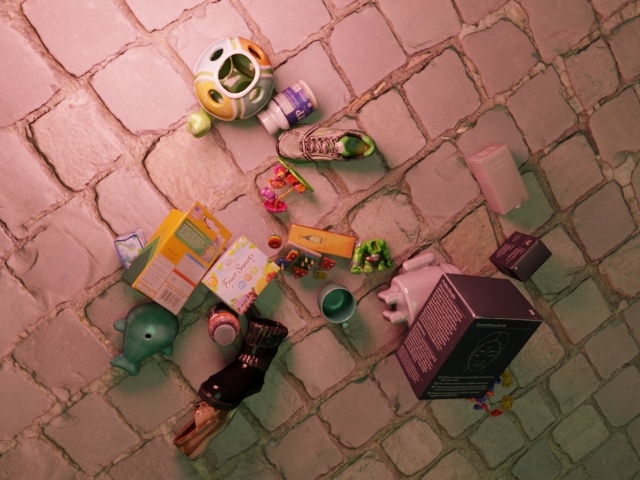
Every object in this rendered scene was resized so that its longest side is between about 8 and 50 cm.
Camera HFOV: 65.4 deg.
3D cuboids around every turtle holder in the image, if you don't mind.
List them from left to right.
[{"bbox_3d":[-0.291,-0.478,1.517,0.320,0.227,0.243,-24,106,-8],"label":"turtle holder"}]

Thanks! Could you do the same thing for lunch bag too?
[{"bbox_3d":[-0.588,0.047,1.602,0.096,0.129,0.151,-18,103,-8],"label":"lunch bag"}]

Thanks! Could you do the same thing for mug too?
[{"bbox_3d":[0.051,0.233,1.802,0.129,0.097,0.158,10,99,-15],"label":"mug"}]

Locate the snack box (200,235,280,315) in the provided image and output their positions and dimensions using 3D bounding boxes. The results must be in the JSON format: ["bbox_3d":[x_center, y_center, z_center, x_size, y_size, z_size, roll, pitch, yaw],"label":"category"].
[{"bbox_3d":[-0.268,0.116,1.668,0.174,0.070,0.207,44,70,-14],"label":"snack box"}]

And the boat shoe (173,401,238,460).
[{"bbox_3d":[-0.398,0.629,1.766,0.116,0.123,0.324,39,89,-15],"label":"boat shoe"}]

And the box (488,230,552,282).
[{"bbox_3d":[0.758,0.061,1.900,0.156,0.158,0.093,-46,107,-1],"label":"box"}]

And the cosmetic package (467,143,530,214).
[{"bbox_3d":[0.664,-0.228,1.854,0.127,0.107,0.238,-30,109,-6],"label":"cosmetic package"}]

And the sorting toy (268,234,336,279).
[{"bbox_3d":[-0.079,0.082,1.730,0.274,0.046,0.132,24,130,-22],"label":"sorting toy"}]

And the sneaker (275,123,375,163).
[{"bbox_3d":[0.021,-0.326,1.661,0.343,0.146,0.134,-5,102,-11],"label":"sneaker"}]

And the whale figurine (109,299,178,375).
[{"bbox_3d":[-0.589,0.332,1.650,0.216,0.141,0.272,35,92,-17],"label":"whale figurine"}]

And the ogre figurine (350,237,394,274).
[{"bbox_3d":[0.187,0.053,1.795,0.197,0.097,0.118,-5,93,-18],"label":"ogre figurine"}]

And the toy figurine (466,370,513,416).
[{"bbox_3d":[0.621,0.533,1.981,0.191,0.217,0.363,17,53,-2],"label":"toy figurine"}]

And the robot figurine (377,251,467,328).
[{"bbox_3d":[0.394,0.199,1.821,0.353,0.200,0.300,-14,96,-10],"label":"robot figurine"}]

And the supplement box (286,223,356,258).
[{"bbox_3d":[0.000,0.000,1.756,0.233,0.080,0.078,12,97,-17],"label":"supplement box"}]

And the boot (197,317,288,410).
[{"bbox_3d":[-0.252,0.398,1.668,0.131,0.348,0.260,28,99,16],"label":"boot"}]

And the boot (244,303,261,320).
[{"bbox_3d":[-0.232,0.225,1.766,0.106,0.037,0.114,-25,102,6],"label":"boot"}]

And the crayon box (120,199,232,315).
[{"bbox_3d":[-0.447,0.049,1.583,0.323,0.083,0.203,-57,139,-16],"label":"crayon box"}]

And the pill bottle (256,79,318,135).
[{"bbox_3d":[-0.111,-0.428,1.628,0.186,0.112,0.112,-35,106,-4],"label":"pill bottle"}]

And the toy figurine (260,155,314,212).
[{"bbox_3d":[-0.136,-0.169,1.671,0.159,0.130,0.173,-45,119,8],"label":"toy figurine"}]

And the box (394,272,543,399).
[{"bbox_3d":[0.485,0.330,1.683,0.293,0.212,0.395,8,124,-26],"label":"box"}]

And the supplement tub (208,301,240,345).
[{"bbox_3d":[-0.324,0.282,1.672,0.106,0.198,0.106,-2,100,-12],"label":"supplement tub"}]
